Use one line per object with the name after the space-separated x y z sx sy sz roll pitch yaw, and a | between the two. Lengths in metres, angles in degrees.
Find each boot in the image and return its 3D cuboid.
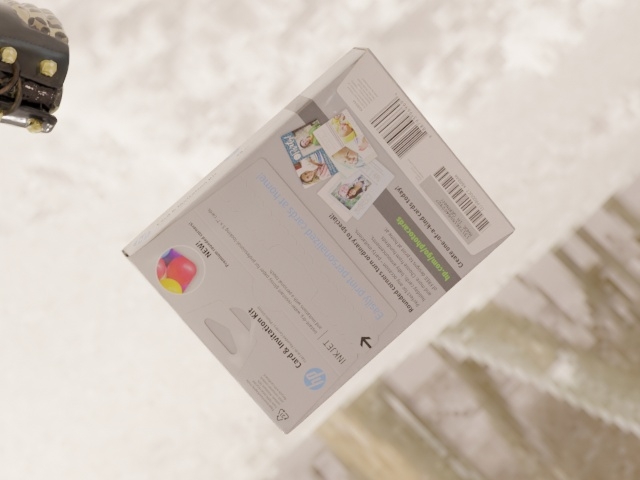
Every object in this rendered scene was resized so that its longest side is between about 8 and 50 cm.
-0.219 -0.096 1.079 0.085 0.179 0.236 -68 -155 19 | boot

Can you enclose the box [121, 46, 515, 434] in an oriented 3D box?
0.000 0.000 1.172 0.186 0.145 0.038 -42 -166 -6 | box
